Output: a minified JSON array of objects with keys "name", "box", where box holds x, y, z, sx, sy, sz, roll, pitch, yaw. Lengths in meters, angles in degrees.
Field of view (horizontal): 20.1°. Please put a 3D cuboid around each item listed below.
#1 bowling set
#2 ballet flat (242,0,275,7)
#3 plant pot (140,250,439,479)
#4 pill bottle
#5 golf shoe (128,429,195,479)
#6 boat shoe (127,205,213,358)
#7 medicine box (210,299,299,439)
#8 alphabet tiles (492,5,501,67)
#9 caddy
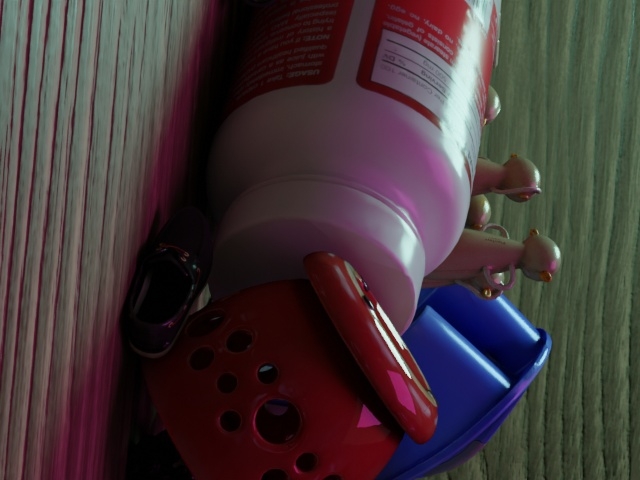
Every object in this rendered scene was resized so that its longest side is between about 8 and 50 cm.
[{"name":"bowling set","box":[0.130,-0.016,1.804,0.200,0.154,0.287,103,-13,-48]},{"name":"ballet flat","box":[-0.050,-0.276,1.482,0.074,0.074,0.203,-76,171,-46]},{"name":"plant pot","box":[-0.017,0.116,1.379,0.191,0.174,0.191,58,3,-5]},{"name":"pill bottle","box":[0.027,-0.101,1.592,0.229,0.229,0.407,89,11,-46]},{"name":"golf shoe","box":[-0.113,0.245,1.412,0.094,0.077,0.198,3,95,-83]},{"name":"boat shoe","box":[-0.110,0.024,1.346,0.042,0.049,0.133,100,6,-52]},{"name":"medicine box","box":[-0.037,0.186,1.660,0.289,0.149,0.263,-70,165,-63]},{"name":"alphabet tiles","box":[0.069,-0.274,1.763,0.009,0.237,0.198,-57,159,-29]},{"name":"caddy","box":[0.096,0.174,1.951,0.341,0.179,0.241,-35,-173,38]}]
